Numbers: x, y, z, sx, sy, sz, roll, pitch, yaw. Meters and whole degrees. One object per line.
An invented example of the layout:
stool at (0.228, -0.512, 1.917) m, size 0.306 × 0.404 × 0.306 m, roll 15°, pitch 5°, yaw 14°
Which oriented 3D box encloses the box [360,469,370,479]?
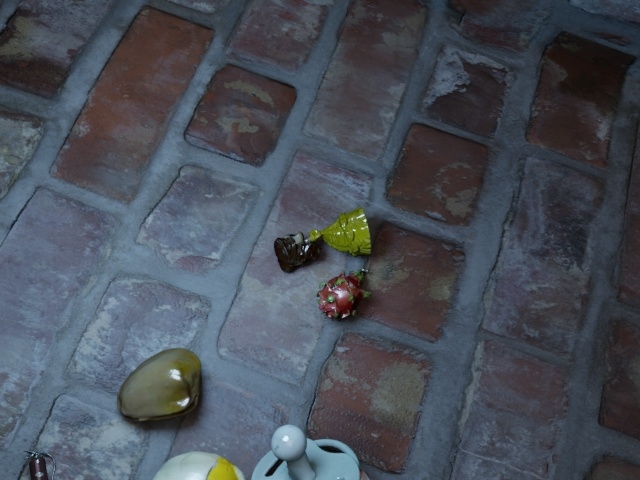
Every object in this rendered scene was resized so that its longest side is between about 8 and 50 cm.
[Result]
box at (0.119, 0.780, 1.777) m, size 0.133 × 0.099 × 0.182 m, roll -34°, pitch 74°, yaw -17°

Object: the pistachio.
pistachio at (-0.480, 0.430, 1.826) m, size 0.261 × 0.162 × 0.212 m, roll -11°, pitch 49°, yaw 4°

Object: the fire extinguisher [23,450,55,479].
fire extinguisher at (-0.798, 0.674, 1.757) m, size 0.078 × 0.045 × 0.157 m, roll -4°, pitch 66°, yaw -37°

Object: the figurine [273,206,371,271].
figurine at (-0.001, -0.004, 2.039) m, size 0.316 × 0.168 × 0.187 m, roll -11°, pitch 28°, yaw -1°

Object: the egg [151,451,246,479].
egg at (-0.346, 0.744, 1.644) m, size 0.283 × 0.283 × 0.344 m, roll 16°, pitch 72°, yaw 1°

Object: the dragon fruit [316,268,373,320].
dragon fruit at (0.089, 0.168, 1.998) m, size 0.236 × 0.135 × 0.137 m, roll -27°, pitch 67°, yaw -33°

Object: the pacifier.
pacifier at (-0.051, 0.617, 1.706) m, size 0.344 × 0.269 × 0.288 m, roll 7°, pitch 35°, yaw 38°
